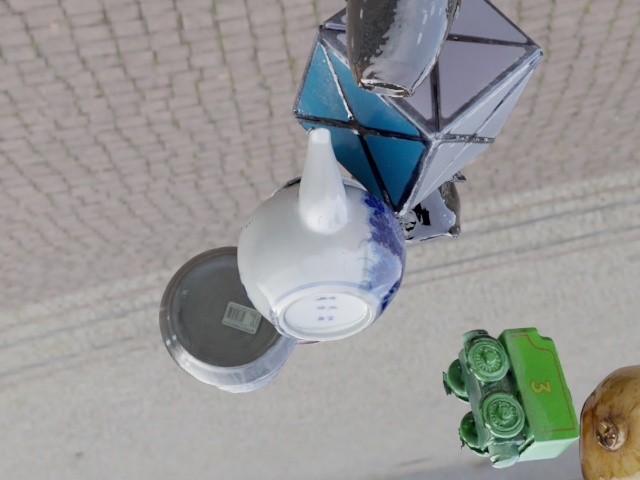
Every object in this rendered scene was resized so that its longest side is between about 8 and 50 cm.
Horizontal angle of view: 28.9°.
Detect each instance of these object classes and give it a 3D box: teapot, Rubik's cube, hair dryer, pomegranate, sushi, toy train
[{"bbox_3d":[-0.137,0.160,2.312,0.300,0.253,0.344,-3,167,-1],"label":"teapot"},{"bbox_3d":[0.138,-0.237,1.880,0.255,0.259,0.260,-40,165,-28],"label":"Rubik's cube"},{"bbox_3d":[0.070,-0.282,1.372,0.120,0.303,0.359,9,172,-9],"label":"hair dryer"},{"bbox_3d":[0.000,0.000,1.874,0.252,0.280,0.424,-3,145,-3],"label":"teapot"},{"bbox_3d":[0.433,0.269,1.630,0.215,0.215,0.215,-11,165,-3],"label":"pomegranate"},{"bbox_3d":[0.165,-0.124,2.353,0.225,0.218,0.238,6,-158,5],"label":"sushi"},{"bbox_3d":[0.322,0.260,2.095,0.188,0.243,0.132,-4,152,-18],"label":"toy train"}]
